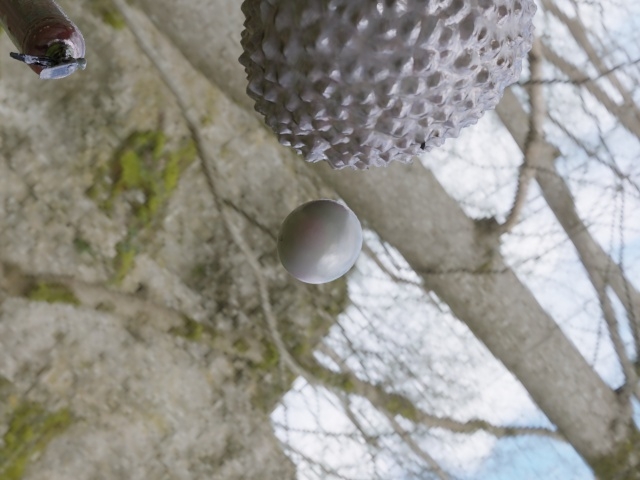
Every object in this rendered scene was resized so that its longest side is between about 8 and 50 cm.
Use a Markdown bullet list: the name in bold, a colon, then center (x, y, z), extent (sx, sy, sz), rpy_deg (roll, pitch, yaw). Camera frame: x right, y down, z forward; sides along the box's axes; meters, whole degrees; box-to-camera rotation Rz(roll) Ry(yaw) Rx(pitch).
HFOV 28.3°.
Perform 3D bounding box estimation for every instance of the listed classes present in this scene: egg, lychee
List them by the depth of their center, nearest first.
- **egg**: center (0.000, 0.000, 1.604), extent (0.103, 0.103, 0.135), rpy_deg (-17, -169, 29)
- **lychee**: center (0.081, -0.294, 1.665), extent (0.432, 0.380, 0.380), rpy_deg (-58, -153, 25)

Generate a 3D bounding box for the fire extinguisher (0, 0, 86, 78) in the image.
- **fire extinguisher**: center (-0.470, -0.339, 2.076), extent (0.344, 0.138, 0.102), rpy_deg (50, -53, 48)
